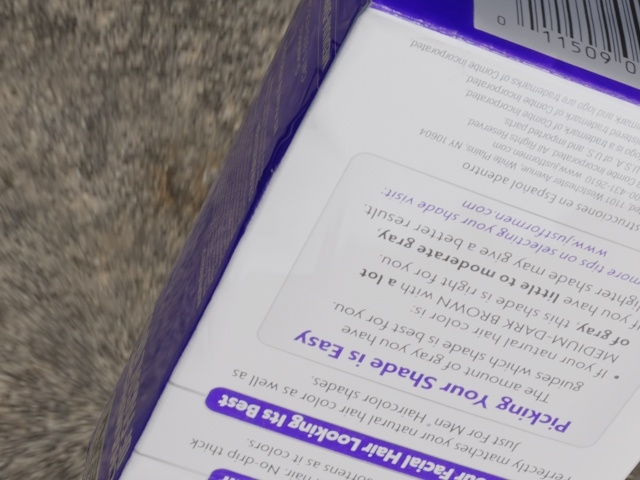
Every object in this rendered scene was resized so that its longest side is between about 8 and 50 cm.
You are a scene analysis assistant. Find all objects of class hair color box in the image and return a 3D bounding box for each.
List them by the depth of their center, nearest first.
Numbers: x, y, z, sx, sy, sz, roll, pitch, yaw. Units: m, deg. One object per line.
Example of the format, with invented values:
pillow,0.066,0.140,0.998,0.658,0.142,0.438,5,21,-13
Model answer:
hair color box,0.035,0.038,0.702,0.185,0.110,0.339,19,127,-13
